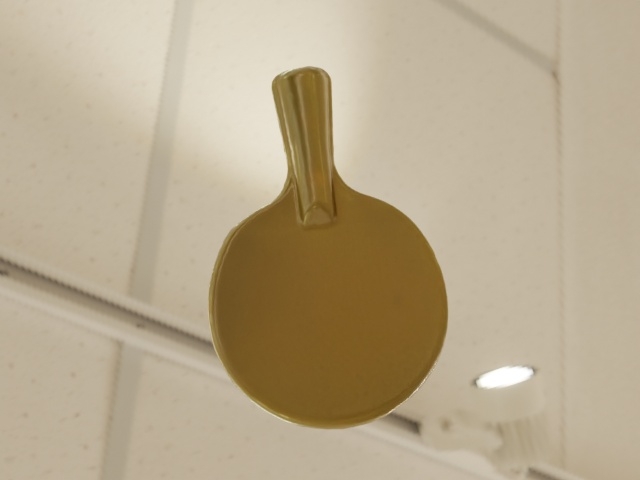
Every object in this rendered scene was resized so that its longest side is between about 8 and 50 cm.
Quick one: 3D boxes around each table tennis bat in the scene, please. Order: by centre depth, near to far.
[{"bbox_3d":[0.000,0.000,1.108,0.199,0.050,0.320,-6,-109,-3],"label":"table tennis bat"}]
